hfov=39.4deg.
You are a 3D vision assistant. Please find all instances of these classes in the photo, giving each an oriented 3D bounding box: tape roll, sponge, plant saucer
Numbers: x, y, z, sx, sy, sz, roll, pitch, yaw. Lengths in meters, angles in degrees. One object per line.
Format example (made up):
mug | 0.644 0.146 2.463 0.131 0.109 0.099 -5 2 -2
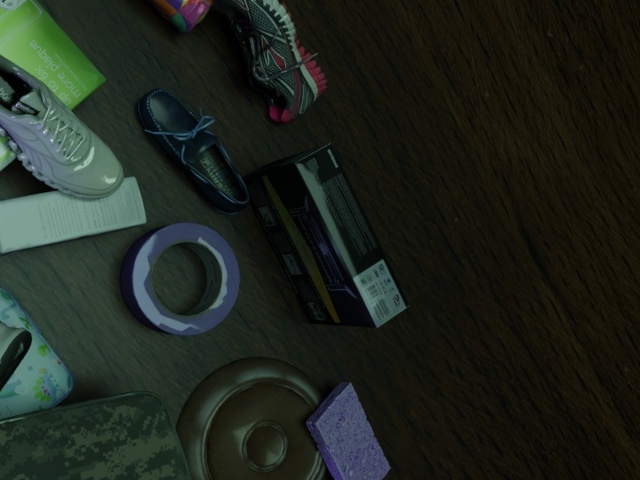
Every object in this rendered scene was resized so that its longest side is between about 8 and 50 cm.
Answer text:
tape roll | -0.238 0.066 1.517 0.189 0.080 0.189 1 87 -27
sponge | 0.054 0.379 1.643 0.117 0.031 0.210 -43 116 -41
plant saucer | -0.106 0.363 1.586 0.311 0.050 0.310 2 85 -27

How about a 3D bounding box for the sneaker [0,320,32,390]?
sneaker | -0.599 0.212 1.209 0.257 0.169 0.447 36 112 -7

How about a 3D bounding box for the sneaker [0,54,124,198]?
sneaker | -0.403 -0.165 1.294 0.292 0.118 0.110 41 69 -24

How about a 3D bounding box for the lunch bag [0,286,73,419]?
lunch bag | -0.505 0.190 1.364 0.176 0.090 0.219 -39 105 -24

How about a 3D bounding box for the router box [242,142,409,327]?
router box | 0.000 0.000 1.554 0.081 0.243 0.308 -31 102 -26

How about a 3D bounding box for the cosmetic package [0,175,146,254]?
cosmetic package | -0.407 -0.037 1.415 0.231 0.117 0.085 -16 93 -27

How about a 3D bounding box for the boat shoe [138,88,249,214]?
boat shoe | -0.203 -0.162 1.544 0.258 0.089 0.109 46 68 -17

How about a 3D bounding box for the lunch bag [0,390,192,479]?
lunch bag | -0.372 0.382 1.335 0.305 0.256 0.212 -9 58 -30

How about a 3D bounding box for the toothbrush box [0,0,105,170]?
toothbrush box | -0.511 -0.228 1.370 0.283 0.122 0.206 -46 108 -21

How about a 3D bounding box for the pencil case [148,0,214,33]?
pencil case | -0.288 -0.459 1.514 0.236 0.104 0.104 42 69 -19

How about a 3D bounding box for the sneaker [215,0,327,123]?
sneaker | -0.096 -0.333 1.561 0.112 0.121 0.299 -51 128 -16
